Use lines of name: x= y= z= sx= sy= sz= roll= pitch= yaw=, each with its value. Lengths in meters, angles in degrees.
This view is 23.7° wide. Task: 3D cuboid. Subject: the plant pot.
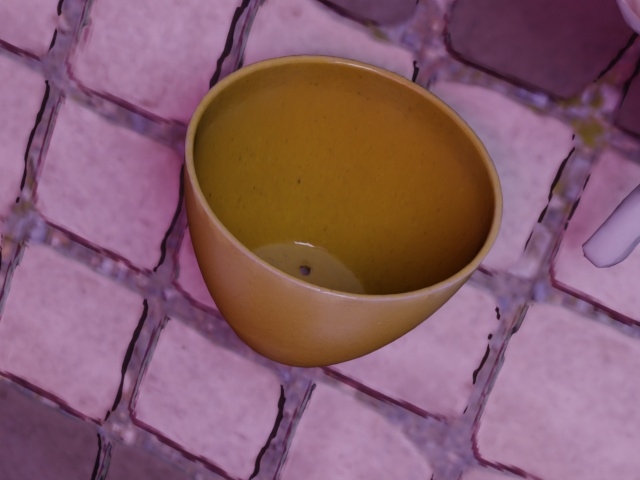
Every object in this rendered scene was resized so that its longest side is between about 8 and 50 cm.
plant pot: x=0.000 y=0.000 z=0.657 sx=0.134 sy=0.134 sz=0.095 roll=31 pitch=139 yaw=9

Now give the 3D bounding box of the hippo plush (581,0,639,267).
hippo plush: x=0.180 y=-0.158 z=0.510 sx=0.234 sy=0.294 sz=0.237 roll=-14 pitch=75 yaw=3
